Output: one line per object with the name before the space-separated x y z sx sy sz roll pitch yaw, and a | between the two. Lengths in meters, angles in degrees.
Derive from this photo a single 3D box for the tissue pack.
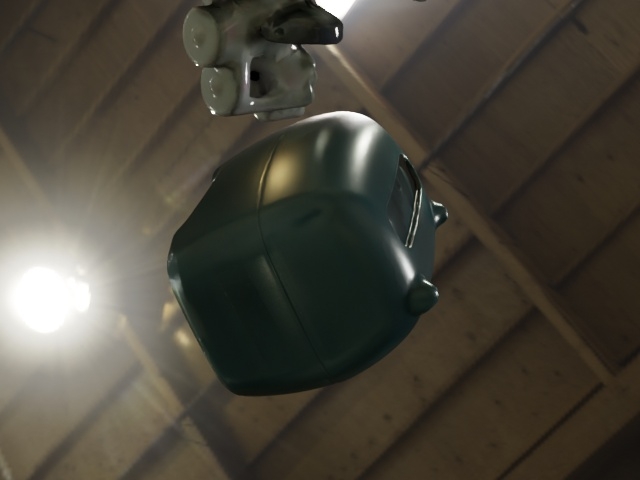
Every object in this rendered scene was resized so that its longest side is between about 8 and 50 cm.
tissue pack | 0.000 0.000 1.062 0.206 0.287 0.198 -21 -73 16

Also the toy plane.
toy plane | -0.012 -0.192 0.628 0.122 0.267 0.267 17 -91 37
